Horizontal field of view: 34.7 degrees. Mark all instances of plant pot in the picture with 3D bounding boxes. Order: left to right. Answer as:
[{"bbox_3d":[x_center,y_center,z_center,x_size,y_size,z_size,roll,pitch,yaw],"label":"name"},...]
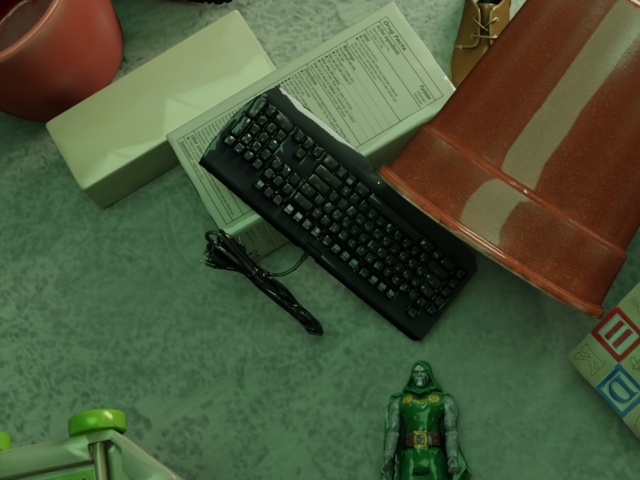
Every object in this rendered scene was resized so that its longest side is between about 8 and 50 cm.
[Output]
[{"bbox_3d":[-0.373,-0.275,1.236,0.275,0.243,0.274,-3,76,12],"label":"plant pot"},{"bbox_3d":[0.240,-0.107,1.025,0.272,0.272,0.265,36,100,19],"label":"plant pot"}]

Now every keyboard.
[{"bbox_3d":[0.000,0.000,1.113,0.317,0.033,0.201,39,92,-10],"label":"keyboard"}]

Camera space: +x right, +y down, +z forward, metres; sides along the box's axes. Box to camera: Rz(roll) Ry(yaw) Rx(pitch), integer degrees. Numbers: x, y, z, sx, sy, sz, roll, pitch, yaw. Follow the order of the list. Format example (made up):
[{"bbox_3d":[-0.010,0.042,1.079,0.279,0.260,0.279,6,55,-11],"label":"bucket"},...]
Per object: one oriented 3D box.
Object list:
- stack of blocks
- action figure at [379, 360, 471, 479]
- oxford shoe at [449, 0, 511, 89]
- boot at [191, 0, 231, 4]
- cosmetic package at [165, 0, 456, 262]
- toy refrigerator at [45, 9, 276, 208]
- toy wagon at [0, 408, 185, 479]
[{"bbox_3d":[0.400,0.073,0.977,0.171,0.087,0.297,49,127,21],"label":"stack of blocks"},{"bbox_3d":[0.108,0.239,1.079,0.137,0.063,0.232,-5,66,11],"label":"action figure"},{"bbox_3d":[0.193,-0.242,1.228,0.076,0.076,0.212,2,72,9],"label":"oxford shoe"},{"bbox_3d":[-0.221,-0.463,1.347,0.348,0.131,0.260,14,76,9],"label":"boot"},{"bbox_3d":[-0.003,-0.122,1.198,0.309,0.113,0.160,-30,69,-2],"label":"cosmetic package"},{"bbox_3d":[-0.184,-0.157,1.253,0.270,0.094,0.102,-32,75,-2],"label":"toy refrigerator"},{"bbox_3d":[-0.213,0.295,0.947,0.345,0.068,0.267,-12,69,5],"label":"toy wagon"}]
